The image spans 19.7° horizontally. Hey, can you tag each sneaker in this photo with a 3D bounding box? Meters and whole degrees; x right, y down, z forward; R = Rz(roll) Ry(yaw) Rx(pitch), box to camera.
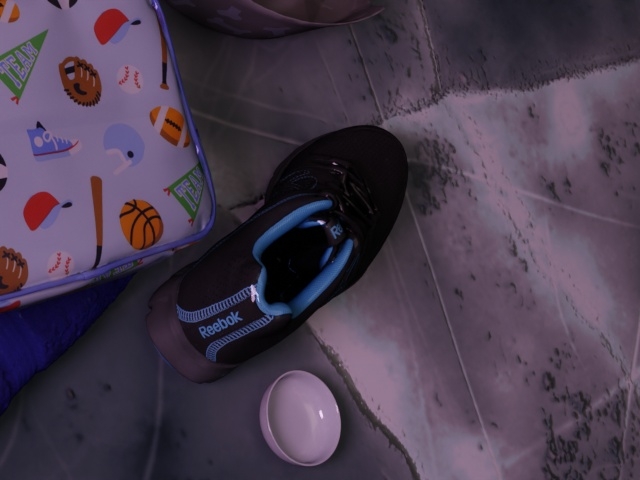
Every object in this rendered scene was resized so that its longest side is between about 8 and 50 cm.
[{"bbox_3d":[0.000,0.000,1.581,0.125,0.139,0.341,52,46,-11],"label":"sneaker"}]

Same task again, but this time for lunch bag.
[{"bbox_3d":[-0.220,-0.076,1.328,0.303,0.115,0.243,-19,91,-46],"label":"lunch bag"}]

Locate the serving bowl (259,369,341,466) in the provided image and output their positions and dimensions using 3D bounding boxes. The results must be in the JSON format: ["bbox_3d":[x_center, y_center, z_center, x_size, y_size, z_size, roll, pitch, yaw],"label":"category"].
[{"bbox_3d":[-0.022,0.154,1.581,0.083,0.027,0.083,16,65,-37],"label":"serving bowl"}]

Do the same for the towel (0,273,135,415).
[{"bbox_3d":[-0.279,0.014,1.378,0.308,0.076,0.227,-48,115,-42],"label":"towel"}]

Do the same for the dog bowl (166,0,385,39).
[{"bbox_3d":[-0.063,-0.342,1.678,0.349,0.102,0.349,16,64,-38],"label":"dog bowl"}]
